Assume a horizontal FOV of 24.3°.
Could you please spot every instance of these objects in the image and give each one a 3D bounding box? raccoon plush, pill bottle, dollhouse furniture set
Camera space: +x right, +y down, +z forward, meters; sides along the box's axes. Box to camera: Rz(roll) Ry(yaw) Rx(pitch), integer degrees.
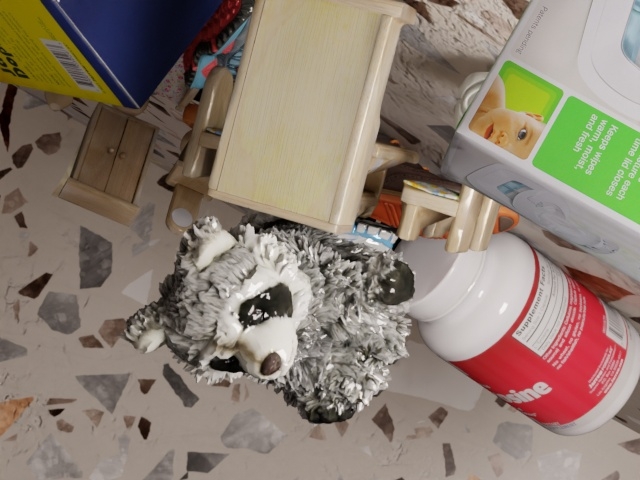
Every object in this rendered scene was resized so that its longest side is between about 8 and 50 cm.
[{"bbox_3d":[-0.106,0.050,1.656,0.299,0.216,0.446,21,-178,-30],"label":"raccoon plush"},{"bbox_3d":[0.305,0.128,2.371,0.407,0.229,0.229,35,171,-27],"label":"pill bottle"},{"bbox_3d":[-0.232,-0.189,2.127,0.303,0.174,0.355,23,140,-15],"label":"dollhouse furniture set"},{"bbox_3d":[0.030,-0.153,1.780,0.362,0.256,0.394,17,-174,15],"label":"dollhouse furniture set"}]

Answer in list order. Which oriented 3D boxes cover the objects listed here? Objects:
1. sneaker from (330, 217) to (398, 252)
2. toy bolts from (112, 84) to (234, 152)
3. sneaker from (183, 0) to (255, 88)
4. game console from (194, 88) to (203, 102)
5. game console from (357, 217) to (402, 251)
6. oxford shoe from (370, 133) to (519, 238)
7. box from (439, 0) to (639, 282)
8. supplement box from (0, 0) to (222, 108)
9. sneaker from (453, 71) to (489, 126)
[{"bbox_3d":[0.000,0.000,1.929,0.190,0.083,0.071,17,-173,9],"label":"sneaker"},{"bbox_3d":[-0.206,-0.225,2.291,0.228,0.158,0.218,32,172,-12],"label":"toy bolts"},{"bbox_3d":[-0.101,-0.276,1.952,0.125,0.104,0.262,-1,169,-18],"label":"sneaker"},{"bbox_3d":[-0.212,-0.278,2.513,0.122,0.071,0.107,26,-160,33],"label":"game console"},{"bbox_3d":[0.107,-0.009,2.369,0.361,0.213,0.044,23,-178,-39],"label":"game console"},{"bbox_3d":[0.115,-0.091,2.169,0.363,0.133,0.130,11,159,8],"label":"oxford shoe"},{"bbox_3d":[0.248,-0.113,1.037,0.231,0.262,0.127,30,171,6],"label":"box"},{"bbox_3d":[-0.336,-0.316,1.858,0.356,0.194,0.195,14,151,41],"label":"supplement box"},{"bbox_3d":[0.251,-0.131,1.596,0.095,0.090,0.235,19,-177,-39],"label":"sneaker"}]
